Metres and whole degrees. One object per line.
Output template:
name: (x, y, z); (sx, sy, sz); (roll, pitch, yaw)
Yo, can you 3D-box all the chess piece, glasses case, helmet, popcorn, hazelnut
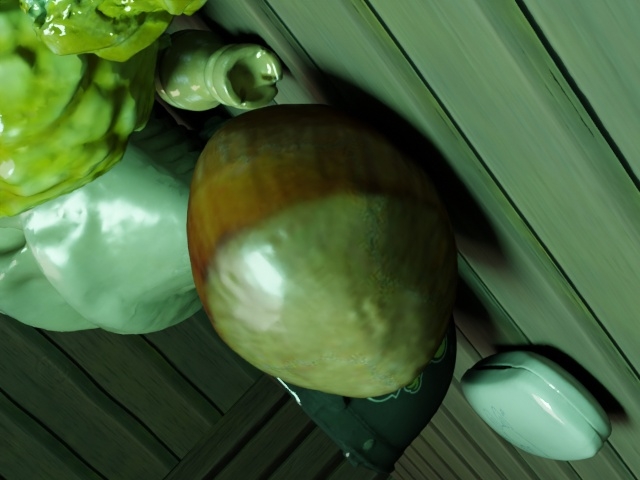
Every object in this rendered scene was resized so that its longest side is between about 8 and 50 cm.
chess piece: (-0.075, -0.128, 1.067); (0.066, 0.066, 0.122); (48, 163, -27)
glasses case: (0.173, 0.135, 1.164); (0.092, 0.059, 0.233); (46, 170, -3)
helmet: (0.022, 0.062, 1.186); (0.230, 0.160, 0.279); (46, -174, -11)
popcorn: (-0.241, -0.145, 1.027); (0.282, 0.247, 0.282); (35, 138, 40)
hazelnut: (0.000, 0.000, 0.966); (0.214, 0.176, 0.214); (-23, -90, -82)

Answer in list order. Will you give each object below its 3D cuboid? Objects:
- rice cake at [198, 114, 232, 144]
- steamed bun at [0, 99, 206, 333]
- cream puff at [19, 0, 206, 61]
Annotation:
rice cake: (-0.066, -0.086, 1.288); (0.043, 0.034, 0.211); (50, 170, -19)
steamed bun: (-0.258, -0.045, 1.401); (0.368, 0.255, 0.342); (37, -170, -6)
cream puff: (-0.101, -0.165, 0.765); (0.121, 0.156, 0.156); (3, -157, -42)
